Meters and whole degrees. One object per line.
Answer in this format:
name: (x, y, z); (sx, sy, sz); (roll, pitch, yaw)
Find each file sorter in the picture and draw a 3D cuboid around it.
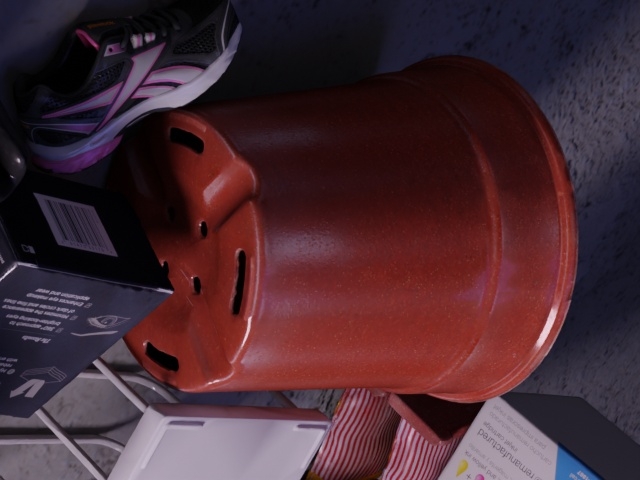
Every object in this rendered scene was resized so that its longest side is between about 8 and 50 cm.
file sorter: (-0.166, 0.201, 1.430); (0.193, 0.173, 0.277); (9, 116, -52)

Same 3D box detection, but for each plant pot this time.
plant pot: (0.000, 0.000, 1.364); (0.265, 0.272, 0.272); (-5, 128, -38)

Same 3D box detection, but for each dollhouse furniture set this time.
dollhouse furniture set: (-0.021, 0.228, 1.651); (0.374, 0.152, 0.201); (-15, 135, -41)

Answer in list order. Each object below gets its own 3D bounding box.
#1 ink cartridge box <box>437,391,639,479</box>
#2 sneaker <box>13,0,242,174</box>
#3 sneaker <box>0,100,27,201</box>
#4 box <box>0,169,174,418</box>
ink cartridge box: (0.192, 0.277, 1.654); (0.168, 0.171, 0.232); (10, 115, -54)
sneaker: (-0.129, -0.122, 1.243); (0.178, 0.072, 0.077); (-43, 138, -20)
sneaker: (-0.270, -0.094, 1.044); (0.286, 0.130, 0.109); (16, 112, -54)
box: (-0.214, 0.036, 1.239); (0.158, 0.093, 0.156); (-40, 152, 22)
